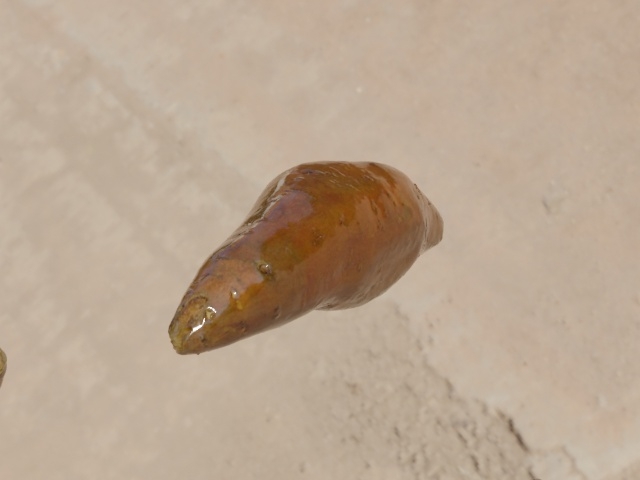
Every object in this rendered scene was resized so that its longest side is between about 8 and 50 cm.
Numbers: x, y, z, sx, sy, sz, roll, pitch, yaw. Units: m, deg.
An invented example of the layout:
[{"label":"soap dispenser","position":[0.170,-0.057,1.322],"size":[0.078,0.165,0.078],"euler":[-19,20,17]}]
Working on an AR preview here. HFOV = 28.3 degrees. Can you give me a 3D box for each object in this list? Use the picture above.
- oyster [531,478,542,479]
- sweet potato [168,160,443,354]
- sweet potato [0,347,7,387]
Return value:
[{"label":"oyster","position":[0.006,0.160,0.200],"size":[0.100,0.271,0.275],"euler":[15,18,31]},{"label":"sweet potato","position":[0.003,-0.002,0.930],"size":[0.112,0.112,0.359],"euler":[-11,0,33]},{"label":"sweet potato","position":[-0.295,0.164,0.912],"size":[0.078,0.058,0.255],"euler":[39,106,26]}]
